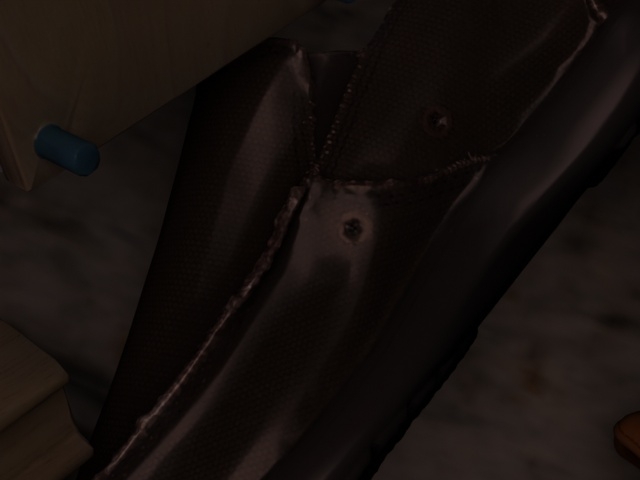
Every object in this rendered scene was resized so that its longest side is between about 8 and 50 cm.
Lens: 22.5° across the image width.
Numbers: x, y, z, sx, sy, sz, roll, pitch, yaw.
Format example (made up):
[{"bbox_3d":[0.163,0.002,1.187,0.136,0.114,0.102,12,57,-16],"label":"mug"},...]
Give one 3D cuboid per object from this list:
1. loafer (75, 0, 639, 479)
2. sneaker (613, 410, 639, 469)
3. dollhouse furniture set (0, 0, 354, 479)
[{"bbox_3d":[0.000,0.000,0.564,0.130,0.134,0.366,38,76,8],"label":"loafer"},{"bbox_3d":[0.130,0.198,0.556,0.123,0.106,0.290,5,77,10],"label":"sneaker"},{"bbox_3d":[-0.136,-0.080,0.477,0.303,0.286,0.198,-38,44,-27],"label":"dollhouse furniture set"}]
